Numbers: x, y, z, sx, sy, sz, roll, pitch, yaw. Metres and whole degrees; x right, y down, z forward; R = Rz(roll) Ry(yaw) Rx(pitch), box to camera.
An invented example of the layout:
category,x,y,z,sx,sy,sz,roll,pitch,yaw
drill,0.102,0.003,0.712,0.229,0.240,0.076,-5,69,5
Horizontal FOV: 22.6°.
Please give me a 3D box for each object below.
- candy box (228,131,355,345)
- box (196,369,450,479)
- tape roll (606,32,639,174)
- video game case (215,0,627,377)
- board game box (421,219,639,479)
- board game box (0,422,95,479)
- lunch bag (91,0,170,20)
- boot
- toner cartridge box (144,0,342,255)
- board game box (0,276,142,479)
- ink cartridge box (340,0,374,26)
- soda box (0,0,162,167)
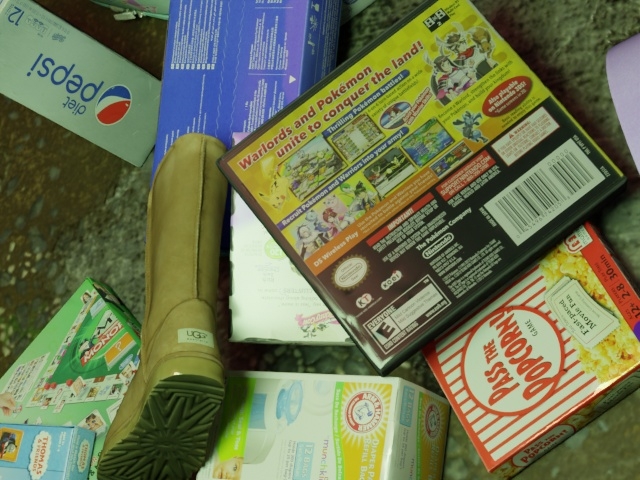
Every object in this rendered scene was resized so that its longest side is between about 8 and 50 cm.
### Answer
category,x,y,z,sx,sy,sz,roll,pitch,yaw
candy box,0.000,0.000,1.490,0.164,0.070,0.196,1,85,4
box,0.004,0.185,1.460,0.203,0.103,0.114,0,73,32
tape roll,0.324,-0.047,1.239,0.090,0.275,0.275,-27,60,21
video game case,0.087,-0.058,1.418,0.275,0.035,0.248,-38,73,-2
board game box,0.199,0.096,1.407,0.193,0.045,0.147,-39,56,14
board game box,-0.334,0.265,1.627,0.211,0.039,0.160,-1,72,33
lunch bag,-0.181,-0.381,1.785,0.224,0.108,0.279,17,83,32
boot,-0.139,0.073,1.493,0.236,0.089,0.270,126,151,-43
toner cartridge box,-0.074,-0.156,1.607,0.165,0.075,0.348,4,86,29
board game box,-0.280,0.224,1.661,0.317,0.046,0.213,-48,54,8
ink cartridge box,-0.033,-0.246,1.679,0.207,0.046,0.097,-36,56,17
soda box,-0.272,-0.178,1.655,0.091,0.286,0.098,35,94,36
